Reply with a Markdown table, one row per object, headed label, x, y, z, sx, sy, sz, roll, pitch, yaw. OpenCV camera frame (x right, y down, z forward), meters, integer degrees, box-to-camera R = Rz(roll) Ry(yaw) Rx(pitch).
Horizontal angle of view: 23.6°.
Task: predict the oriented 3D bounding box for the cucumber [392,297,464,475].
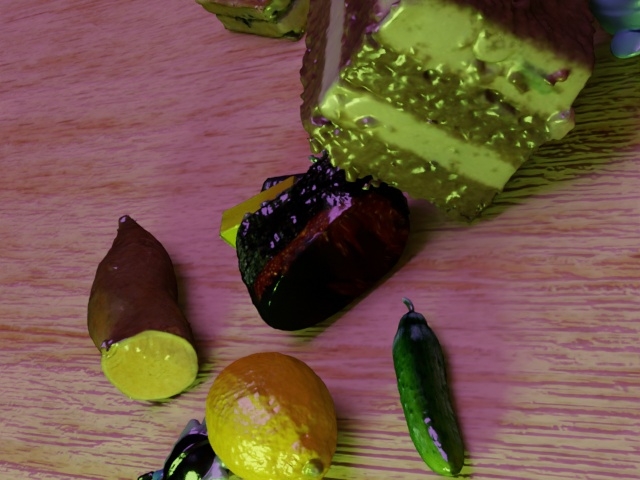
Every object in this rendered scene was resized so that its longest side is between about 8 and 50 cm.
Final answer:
| label | x | y | z | sx | sy | sz | roll | pitch | yaw |
| --- | --- | --- | --- | --- | --- | --- | --- | --- | --- |
| cucumber | 0.109 | 0.155 | 1.613 | 0.056 | 0.056 | 0.250 | -33 | 38 | 20 |

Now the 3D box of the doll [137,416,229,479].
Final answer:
| label | x | y | z | sx | sy | sz | roll | pitch | yaw |
| --- | --- | --- | --- | --- | --- | --- | --- | --- | --- |
| doll | -0.152 | 0.267 | 1.770 | 0.195 | 0.070 | 0.096 | -46 | 49 | 14 |

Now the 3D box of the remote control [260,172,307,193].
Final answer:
| label | x | y | z | sx | sy | sz | roll | pitch | yaw |
| --- | --- | --- | --- | --- | --- | --- | --- | --- | --- |
| remote control | 0.007 | -0.062 | 1.965 | 0.245 | 0.025 | 0.063 | -5 | 54 | 45 |

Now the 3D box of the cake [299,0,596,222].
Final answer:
| label | x | y | z | sx | sy | sz | roll | pitch | yaw |
| --- | --- | --- | --- | --- | --- | --- | --- | --- | --- |
| cake | 0.139 | -0.223 | 1.708 | 0.290 | 0.255 | 0.282 | -49 | 26 | 41 |

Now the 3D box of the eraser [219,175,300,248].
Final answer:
| label | x | y | z | sx | sy | sz | roll | pitch | yaw |
| --- | --- | --- | --- | --- | --- | --- | --- | --- | --- |
| eraser | -0.050 | -0.018 | 1.917 | 0.122 | 0.097 | 0.045 | -24 | 43 | 30 |

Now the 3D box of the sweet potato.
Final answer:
| label | x | y | z | sx | sy | sz | roll | pitch | yaw |
| --- | --- | --- | --- | --- | --- | --- | --- | --- | --- |
| sweet potato | -0.248 | 0.076 | 2.017 | 0.131 | 0.131 | 0.337 | -40 | 34 | 10 |

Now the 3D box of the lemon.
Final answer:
| label | x | y | z | sx | sy | sz | roll | pitch | yaw |
| --- | --- | --- | --- | --- | --- | --- | --- | --- | --- |
| lemon | -0.051 | 0.198 | 1.665 | 0.142 | 0.142 | 0.187 | -47 | 40 | 0 |

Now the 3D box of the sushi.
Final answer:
| label | x | y | z | sx | sy | sz | roll | pitch | yaw |
| --- | --- | --- | --- | --- | --- | --- | --- | --- | --- |
| sushi | 0.000 | 0.000 | 1.815 | 0.225 | 0.136 | 0.126 | -44 | 36 | 17 |

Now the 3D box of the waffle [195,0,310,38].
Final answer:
| label | x | y | z | sx | sy | sz | roll | pitch | yaw |
| --- | --- | --- | --- | --- | --- | --- | --- | --- | --- |
| waffle | -0.032 | -0.453 | 2.343 | 0.213 | 0.091 | 0.308 | 20 | 72 | 53 |

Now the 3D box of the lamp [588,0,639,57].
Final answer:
| label | x | y | z | sx | sy | sz | roll | pitch | yaw |
| --- | --- | --- | --- | --- | --- | --- | --- | --- | --- |
| lamp | 0.406 | -0.328 | 1.681 | 0.284 | 0.147 | 0.209 | -56 | 27 | 18 |
